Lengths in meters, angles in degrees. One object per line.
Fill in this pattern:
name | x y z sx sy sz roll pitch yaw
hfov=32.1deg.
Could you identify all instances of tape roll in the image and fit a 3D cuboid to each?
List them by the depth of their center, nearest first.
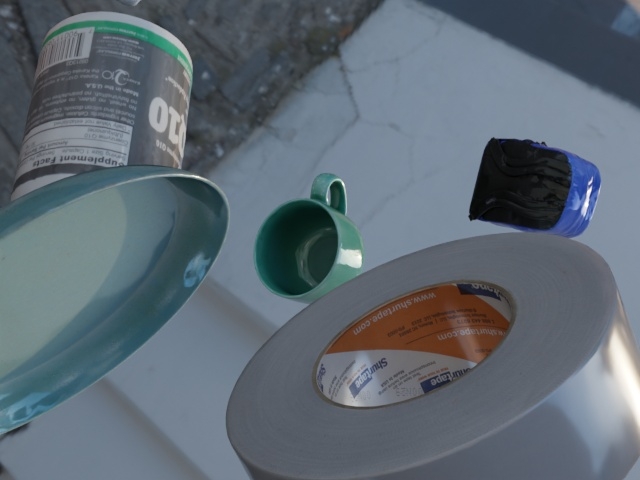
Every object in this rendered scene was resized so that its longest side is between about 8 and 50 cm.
tape roll | 0.062 0.082 0.600 0.219 0.219 0.072 -34 114 -25

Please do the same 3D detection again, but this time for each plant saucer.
plant saucer | -0.210 0.048 0.847 0.317 0.044 0.317 -35 161 -15

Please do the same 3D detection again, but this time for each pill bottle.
pill bottle | -0.279 -0.090 1.413 0.204 0.204 0.361 44 43 -53

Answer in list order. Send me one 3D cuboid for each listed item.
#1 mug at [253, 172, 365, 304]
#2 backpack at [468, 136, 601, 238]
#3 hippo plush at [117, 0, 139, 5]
mug | 0.002 0.009 1.435 0.158 0.129 0.097 -44 151 14
backpack | 0.233 -0.054 1.158 0.101 0.120 0.098 7 94 -39
hippo plush | -0.294 -0.331 0.848 0.234 0.294 0.237 14 87 -55
